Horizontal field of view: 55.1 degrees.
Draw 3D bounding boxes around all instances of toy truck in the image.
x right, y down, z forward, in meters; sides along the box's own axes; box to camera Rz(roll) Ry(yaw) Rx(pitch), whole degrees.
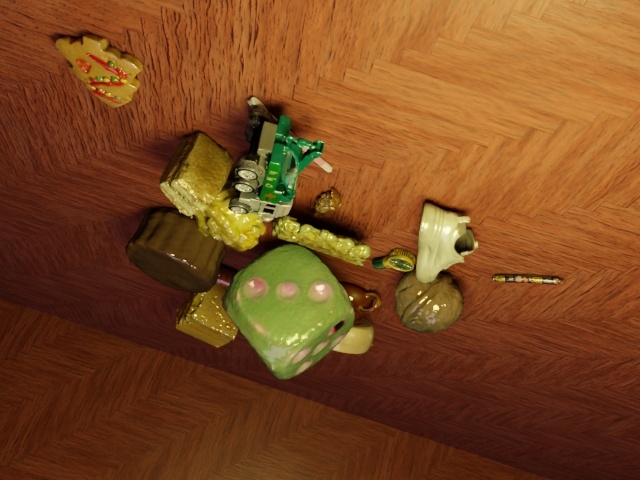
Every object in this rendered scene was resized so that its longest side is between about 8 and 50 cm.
[{"bbox_3d":[-0.122,-0.171,1.499,0.178,0.176,0.363,15,158,-11],"label":"toy truck"}]

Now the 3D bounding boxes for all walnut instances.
[{"bbox_3d":[0.327,0.182,1.866,0.225,0.224,0.224,14,152,8],"label":"walnut"}]

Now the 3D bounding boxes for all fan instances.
[{"bbox_3d":[0.220,0.062,1.874,0.155,0.039,0.082,-12,140,46],"label":"fan"}]

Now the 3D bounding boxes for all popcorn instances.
[{"bbox_3d":[-0.269,-0.090,1.771,0.266,0.192,0.233,43,167,3],"label":"popcorn"}]

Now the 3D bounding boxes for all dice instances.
[{"bbox_3d":[-0.103,0.226,1.952,0.322,0.330,0.318,49,165,22],"label":"dice"}]

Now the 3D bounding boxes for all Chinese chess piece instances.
[{"bbox_3d":[0.066,0.329,2.259,0.274,0.102,0.273,14,-175,-1],"label":"Chinese chess piece"}]

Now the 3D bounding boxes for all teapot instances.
[{"bbox_3d":[0.107,0.230,2.144,0.252,0.135,0.178,-8,146,41],"label":"teapot"}]

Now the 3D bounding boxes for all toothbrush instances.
[{"bbox_3d":[-0.070,-0.254,1.501,0.286,0.020,0.025,38,151,-32],"label":"toothbrush"}]

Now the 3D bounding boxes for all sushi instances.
[{"bbox_3d":[0.018,-0.102,1.692,0.055,0.052,0.120,13,158,-24],"label":"sushi"}]

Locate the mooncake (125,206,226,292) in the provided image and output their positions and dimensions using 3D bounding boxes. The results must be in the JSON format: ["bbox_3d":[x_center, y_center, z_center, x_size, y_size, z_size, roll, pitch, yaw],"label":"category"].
[{"bbox_3d":[-0.482,0.033,2.086,0.324,0.187,0.324,16,151,9],"label":"mooncake"}]

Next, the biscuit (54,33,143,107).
[{"bbox_3d":[-0.526,-0.401,1.488,0.213,0.041,0.238,15,151,2],"label":"biscuit"}]

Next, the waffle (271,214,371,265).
[{"bbox_3d":[0.000,0.000,1.759,0.298,0.073,0.317,18,178,-8],"label":"waffle"}]

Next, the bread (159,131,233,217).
[{"bbox_3d":[-0.325,-0.176,1.609,0.102,0.196,0.138,-16,132,41],"label":"bread"}]

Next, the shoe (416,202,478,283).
[{"bbox_3d":[0.339,0.016,1.646,0.160,0.124,0.316,4,149,13],"label":"shoe"}]

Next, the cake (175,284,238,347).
[{"bbox_3d":[-0.443,0.288,2.483,0.228,0.222,0.286,30,150,-16],"label":"cake"}]

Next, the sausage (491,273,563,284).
[{"bbox_3d":[0.589,0.112,1.755,0.199,0.028,0.025,2,171,29],"label":"sausage"}]

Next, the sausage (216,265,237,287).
[{"bbox_3d":[-0.448,0.103,2.309,0.274,0.074,0.074,22,152,-7],"label":"sausage"}]
